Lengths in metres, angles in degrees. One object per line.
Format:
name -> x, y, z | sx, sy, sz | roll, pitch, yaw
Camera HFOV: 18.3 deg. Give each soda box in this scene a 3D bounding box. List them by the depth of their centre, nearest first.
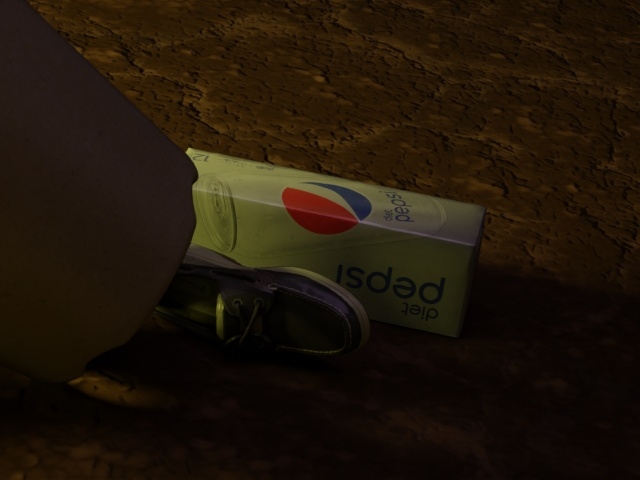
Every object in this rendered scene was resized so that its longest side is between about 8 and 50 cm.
soda box -> 0.000, 0.000, 1.796 | 0.286, 0.098, 0.091 | 12, 26, 6

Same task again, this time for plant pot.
plant pot -> -0.272, -0.054, 1.529 | 0.305, 0.334, 0.334 | 35, 12, -30

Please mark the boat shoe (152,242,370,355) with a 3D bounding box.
boat shoe -> -0.066, 0.060, 1.680 | 0.223, 0.080, 0.073 | 17, 31, 29
